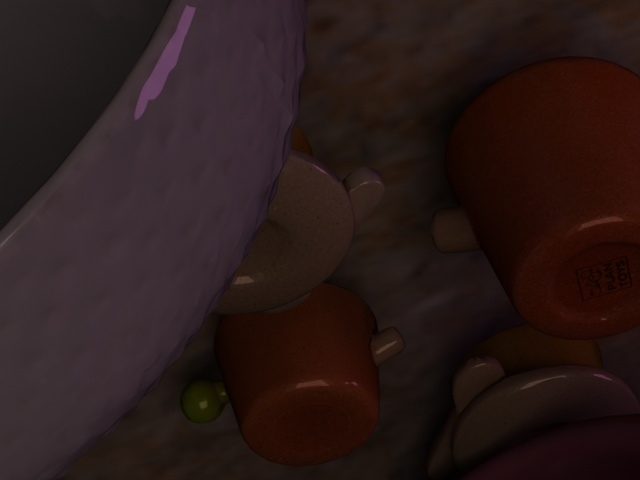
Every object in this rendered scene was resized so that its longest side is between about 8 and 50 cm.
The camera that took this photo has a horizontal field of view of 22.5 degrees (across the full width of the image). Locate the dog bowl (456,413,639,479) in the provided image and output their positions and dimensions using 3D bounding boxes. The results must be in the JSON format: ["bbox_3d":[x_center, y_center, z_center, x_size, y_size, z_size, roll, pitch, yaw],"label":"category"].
[{"bbox_3d":[0.098,0.243,0.593,0.150,0.408,0.408,37,95,-18],"label":"dog bowl"}]

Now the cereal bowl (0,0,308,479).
[{"bbox_3d":[-0.151,-0.023,0.524,0.339,0.339,0.141,-36,135,-1],"label":"cereal bowl"}]

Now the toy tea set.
[{"bbox_3d":[0.000,0.000,0.680,0.336,0.124,0.200,7,133,-18],"label":"toy tea set"}]
